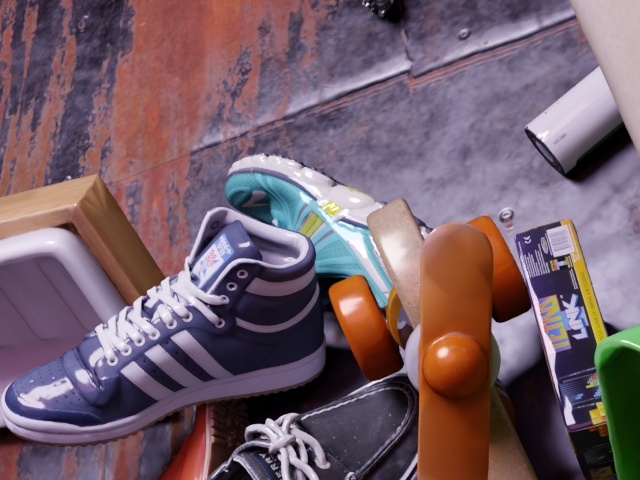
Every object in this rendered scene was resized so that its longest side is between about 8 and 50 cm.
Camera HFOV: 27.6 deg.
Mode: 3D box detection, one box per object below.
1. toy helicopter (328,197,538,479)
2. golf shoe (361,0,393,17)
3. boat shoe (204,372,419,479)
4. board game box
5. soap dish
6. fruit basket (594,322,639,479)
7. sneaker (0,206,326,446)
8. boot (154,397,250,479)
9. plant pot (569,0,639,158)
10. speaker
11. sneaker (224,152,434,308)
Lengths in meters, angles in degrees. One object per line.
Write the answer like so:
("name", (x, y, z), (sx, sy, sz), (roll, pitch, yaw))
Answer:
("toy helicopter", (0.119, 0.128, 0.901), (0.140, 0.235, 0.355), (-24, 73, 1))
("golf shoe", (0.055, -0.319, 1.374), (0.094, 0.077, 0.198), (-29, 48, 12))
("boat shoe", (-0.028, 0.189, 1.000), (0.306, 0.105, 0.113), (-33, 47, -15))
("board game box", (0.191, 0.093, 0.940), (0.048, 0.141, 0.170), (-16, 50, 10))
("soap dish", (-0.278, 0.062, 1.220), (0.291, 0.229, 0.118), (-12, 36, 25))
("fruit basket", (0.299, 0.225, 0.717), (0.392, 0.283, 0.392), (-12, 39, 10))
("sneaker", (-0.128, 0.066, 1.069), (0.282, 0.153, 0.099), (-12, 37, -20))
("boot", (-0.109, 0.191, 1.125), (0.085, 0.059, 0.158), (-15, 52, 30))
("plant pot", (0.312, -0.212, 0.967), (0.334, 0.334, 0.305), (-18, 74, 21))
("speaker", (0.245, -0.120, 1.122), (0.136, 0.055, 0.055), (-40, 46, 1))
("sneaker", (0.000, 0.000, 1.165), (0.275, 0.107, 0.110), (28, 85, 42))
